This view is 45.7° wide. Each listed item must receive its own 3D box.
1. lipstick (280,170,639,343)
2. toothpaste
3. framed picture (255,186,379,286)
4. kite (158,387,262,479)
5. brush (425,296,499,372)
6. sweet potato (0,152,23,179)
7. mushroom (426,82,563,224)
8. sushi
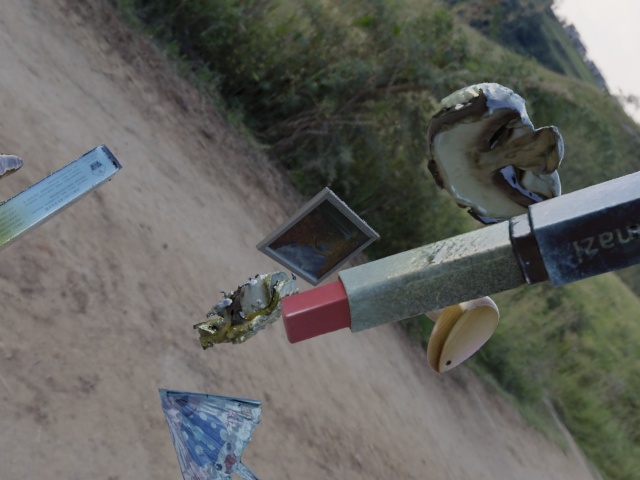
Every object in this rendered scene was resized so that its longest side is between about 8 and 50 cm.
[{"bbox_3d":[0.105,0.020,0.556,0.051,0.312,0.051,-70,140,-63],"label":"lipstick"},{"bbox_3d":[-0.512,-0.075,1.407,0.071,0.089,0.313,52,50,-7],"label":"toothpaste"},{"bbox_3d":[0.000,0.000,1.541,0.016,0.184,0.250,57,10,33],"label":"framed picture"},{"bbox_3d":[-0.193,0.420,1.492,0.368,0.014,0.406,47,25,-11],"label":"kite"},{"bbox_3d":[0.371,0.237,2.164,0.174,0.266,0.166,27,13,-38],"label":"brush"},{"bbox_3d":[-0.720,-0.120,1.523,0.292,0.097,0.097,-35,94,-42],"label":"sweet potato"},{"bbox_3d":[0.323,-0.160,1.366,0.344,0.248,0.129,40,49,-38],"label":"mushroom"},{"bbox_3d":[-0.177,0.160,1.723,0.139,0.291,0.131,-21,85,-59],"label":"sushi"}]
